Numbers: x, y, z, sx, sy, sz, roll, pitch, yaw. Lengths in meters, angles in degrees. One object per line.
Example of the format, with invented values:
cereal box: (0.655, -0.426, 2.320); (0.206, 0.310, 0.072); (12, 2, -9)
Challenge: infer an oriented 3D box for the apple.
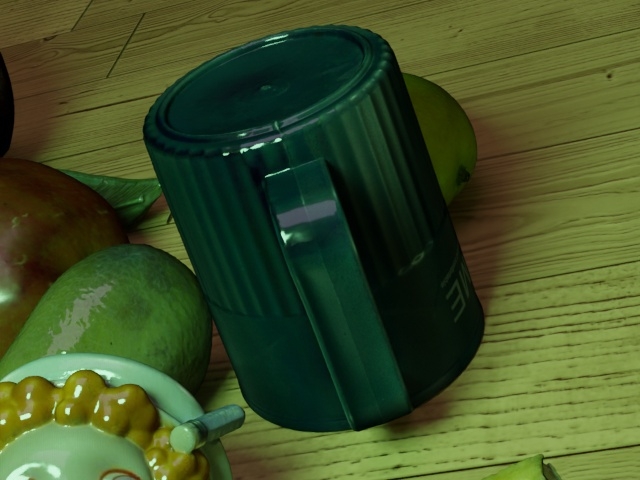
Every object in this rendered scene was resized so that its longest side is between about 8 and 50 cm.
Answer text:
apple: (-0.387, 0.055, 1.475); (0.364, 0.295, 0.329); (0, 73, 33)

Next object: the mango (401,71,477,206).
mango: (0.061, -0.107, 1.438); (0.185, 0.149, 0.273); (-26, 26, -6)

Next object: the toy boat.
toy boat: (-0.301, -0.051, 1.657); (0.293, 0.055, 0.093); (6, 38, 39)

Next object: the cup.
cup: (-0.015, -0.001, 1.162); (0.242, 0.292, 0.308); (-3, 33, 27)

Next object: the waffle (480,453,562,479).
waffle: (0.074, 0.275, 0.826); (0.221, 0.055, 0.248); (-30, 32, 17)

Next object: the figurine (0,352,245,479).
figurine: (-0.187, 0.270, 0.947); (0.224, 0.205, 0.382); (5, 49, 4)

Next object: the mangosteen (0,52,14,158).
mangosteen: (-0.585, -0.157, 1.738); (0.380, 0.421, 0.381); (1, 66, -3)

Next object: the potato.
potato: (-0.202, 0.116, 1.198); (0.159, 0.174, 0.251); (-13, 27, 45)
